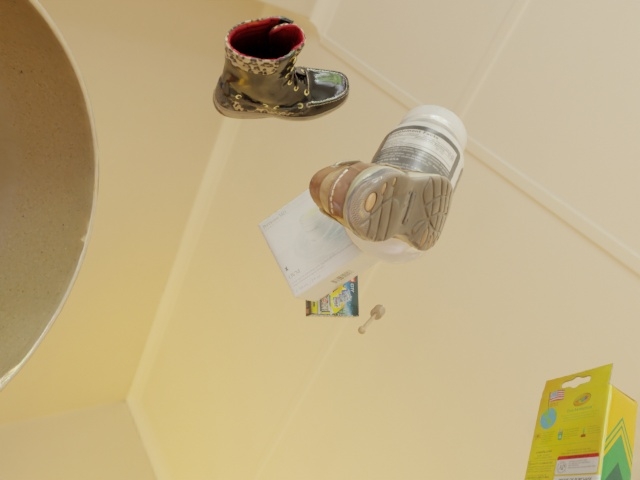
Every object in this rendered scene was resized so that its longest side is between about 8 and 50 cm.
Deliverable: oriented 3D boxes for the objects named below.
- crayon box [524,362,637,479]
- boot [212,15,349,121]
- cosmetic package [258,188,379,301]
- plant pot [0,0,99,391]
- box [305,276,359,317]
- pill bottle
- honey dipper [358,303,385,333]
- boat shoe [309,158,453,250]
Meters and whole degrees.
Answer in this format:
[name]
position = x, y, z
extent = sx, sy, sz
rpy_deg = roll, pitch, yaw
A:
[crayon box]
position = 0.541, 0.428, 1.111
extent = 0.319, 0.081, 0.202
rpy_deg = -61, -172, -32
[boot]
position = -0.080, -0.426, 1.342
extent = 0.284, 0.377, 0.138
rpy_deg = 127, -43, -71
[cosmetic package]
position = 0.000, 0.000, 1.355
extent = 0.224, 0.138, 0.225
rpy_deg = -35, -112, 13
[plant pot]
position = -0.294, -0.033, 0.292
extent = 0.190, 0.284, 0.284
rpy_deg = 14, -77, 13
[box]
position = 0.034, 0.114, 1.603
extent = 0.044, 0.159, 0.233
rpy_deg = 151, -59, -61
[pill bottle]
position = 0.206, -0.138, 1.206
extent = 0.204, 0.361, 0.204
rpy_deg = 19, -39, 16
[honey dipper]
position = 0.120, 0.186, 1.254
extent = 0.030, 0.160, 0.031
rpy_deg = 4, -79, 20
[boat shoe]
position = 0.101, -0.061, 0.784
extent = 0.116, 0.324, 0.123
rpy_deg = 24, -83, 32
